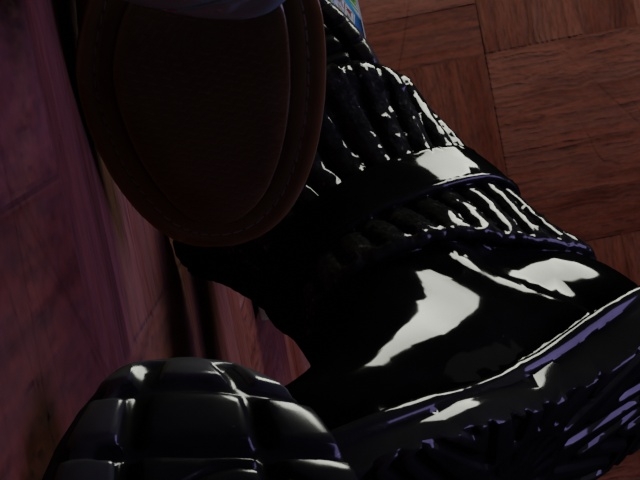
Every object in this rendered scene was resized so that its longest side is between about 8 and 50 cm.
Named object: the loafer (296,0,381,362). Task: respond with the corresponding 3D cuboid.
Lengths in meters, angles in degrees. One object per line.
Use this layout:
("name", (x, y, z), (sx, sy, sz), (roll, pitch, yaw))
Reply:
("loafer", (0.000, 0.000, 1.146), (0.130, 0.134, 0.366), (102, -33, -63))

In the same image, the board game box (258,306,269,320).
("board game box", (-0.046, -0.106, 1.634), (0.318, 0.066, 0.318), (-73, 152, -85))

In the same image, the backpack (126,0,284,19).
("backpack", (-0.031, -0.167, 0.630), (0.152, 0.182, 0.115), (30, -3, 36))

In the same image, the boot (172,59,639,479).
("boot", (0.001, 0.041, 0.916), (0.260, 0.348, 0.131), (41, -53, 27))

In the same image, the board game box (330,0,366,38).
("board game box", (-0.050, -0.240, 1.341), (0.193, 0.053, 0.305), (48, 16, -25))

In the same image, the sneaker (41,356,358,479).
("sneaker", (-0.034, 0.153, 0.518), (0.106, 0.101, 0.267), (109, -22, -46))

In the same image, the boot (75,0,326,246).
("boot", (-0.076, -0.158, 0.833), (0.220, 0.109, 0.283), (-106, 177, -65))
